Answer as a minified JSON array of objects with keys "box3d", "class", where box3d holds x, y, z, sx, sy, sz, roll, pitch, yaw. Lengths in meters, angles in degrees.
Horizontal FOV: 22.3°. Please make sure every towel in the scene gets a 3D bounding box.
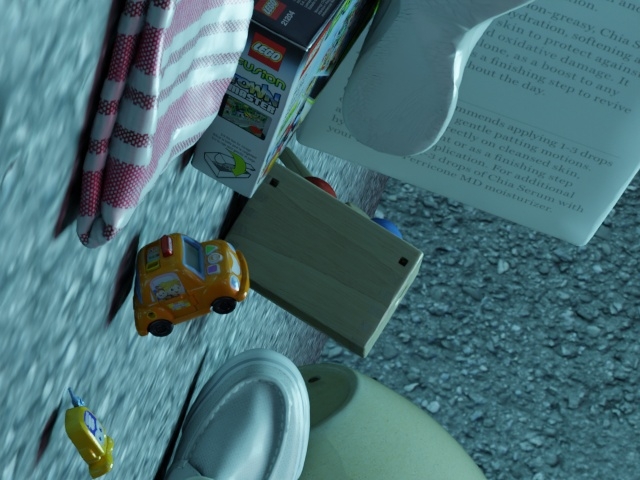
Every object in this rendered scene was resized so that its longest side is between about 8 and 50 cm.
[{"box3d":[-0.039,-0.103,0.603,0.144,0.029,0.197,-60,169,-66],"class":"towel"}]

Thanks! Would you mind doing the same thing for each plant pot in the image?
[{"box3d":[-0.002,0.210,1.278,0.284,0.284,0.191,-63,136,-63],"class":"plant pot"}]

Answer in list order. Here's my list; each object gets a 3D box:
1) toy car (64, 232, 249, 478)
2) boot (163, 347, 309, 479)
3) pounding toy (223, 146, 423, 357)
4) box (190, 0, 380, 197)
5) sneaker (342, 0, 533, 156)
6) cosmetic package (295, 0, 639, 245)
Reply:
[{"box3d":[-0.072,0.042,0.712,0.122,0.060,0.040,-76,149,-43],"class":"toy car"},{"box3d":[-0.075,0.202,1.108,0.123,0.095,0.258,-128,-122,-86],"class":"boot"},{"box3d":[0.000,0.000,1.064,0.100,0.130,0.141,-58,175,-5],"class":"pounding toy"},{"box3d":[0.007,-0.128,0.811,0.207,0.036,0.114,-58,176,-37],"class":"box"},{"box3d":[0.072,-0.144,0.829,0.212,0.080,0.094,-55,-167,42],"class":"sneaker"},{"box3d":[0.153,-0.207,1.012,0.453,0.230,0.161,114,-5,-56],"class":"cosmetic package"}]
